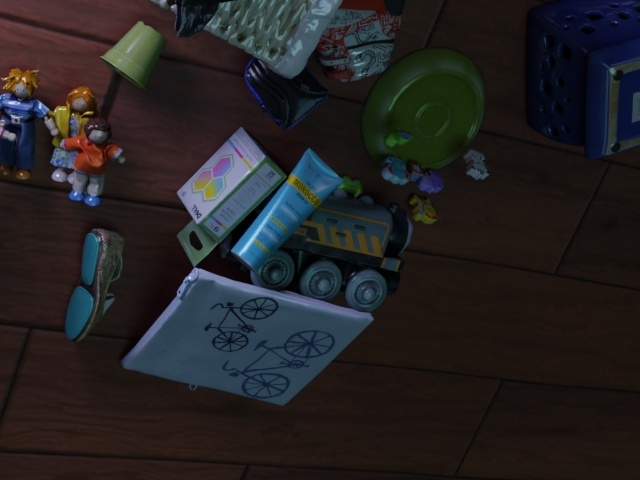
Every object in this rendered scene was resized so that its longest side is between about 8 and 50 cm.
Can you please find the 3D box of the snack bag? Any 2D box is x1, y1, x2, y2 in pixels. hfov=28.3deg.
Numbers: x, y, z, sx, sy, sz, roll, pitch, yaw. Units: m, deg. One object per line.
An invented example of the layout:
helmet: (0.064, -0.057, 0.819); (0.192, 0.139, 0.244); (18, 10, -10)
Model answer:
snack bag: (-0.133, 0.169, 2.147); (0.342, 0.037, 0.323); (16, 140, -26)

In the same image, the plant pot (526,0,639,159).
plant pot: (0.503, -0.279, 2.164); (0.236, 0.212, 0.236); (-17, 125, -16)

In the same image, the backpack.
backpack: (-0.062, -0.241, 1.976); (0.098, 0.101, 0.120); (-41, 97, -3)

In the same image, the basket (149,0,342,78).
basket: (-0.109, -0.447, 1.676); (0.266, 0.331, 0.328); (19, 110, -32)

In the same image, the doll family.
doll family: (-0.412, -0.164, 1.856); (0.263, 0.118, 0.163); (9, 123, -11)

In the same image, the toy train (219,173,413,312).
toy train: (0.000, 0.000, 2.125); (0.334, 0.142, 0.190); (13, 105, -24)

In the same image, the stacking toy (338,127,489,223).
stacking toy: (0.155, -0.106, 2.152); (0.221, 0.052, 0.167); (14, 141, -32)

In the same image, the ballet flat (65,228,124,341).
ballet flat: (-0.357, 0.075, 2.046); (0.067, 0.073, 0.206); (-4, 126, -41)

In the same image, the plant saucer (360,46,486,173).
plant saucer: (0.184, -0.210, 2.158); (0.241, 0.037, 0.241); (-12, 124, -19)

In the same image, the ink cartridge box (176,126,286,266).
ink cartridge box: (-0.162, -0.070, 2.024); (0.209, 0.109, 0.062); (-45, 128, 5)

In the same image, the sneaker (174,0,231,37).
sneaker: (-0.142, -0.332, 1.512); (0.089, 0.051, 0.170); (-14, 124, -14)

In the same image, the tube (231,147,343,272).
tube: (-0.056, -0.043, 2.004); (0.080, 0.052, 0.207); (44, 79, -25)

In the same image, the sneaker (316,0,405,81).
sneaker: (0.004, -0.317, 1.959); (0.270, 0.090, 0.145); (-6, 120, -31)

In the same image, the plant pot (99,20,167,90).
plant pot: (-0.268, -0.277, 1.868); (0.083, 0.083, 0.079); (37, 87, -38)
